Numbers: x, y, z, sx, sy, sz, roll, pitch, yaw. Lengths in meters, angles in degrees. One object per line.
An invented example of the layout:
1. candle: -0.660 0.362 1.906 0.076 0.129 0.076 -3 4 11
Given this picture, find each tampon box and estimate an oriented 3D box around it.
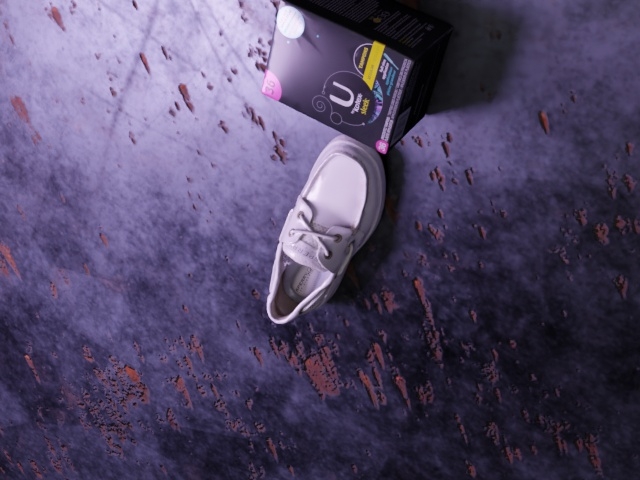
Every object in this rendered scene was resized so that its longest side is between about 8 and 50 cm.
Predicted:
1. tampon box: 0.036 -0.192 1.188 0.161 0.101 0.120 27 129 16

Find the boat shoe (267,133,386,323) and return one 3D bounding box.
1. boat shoe: 0.000 0.000 1.340 0.098 0.096 0.277 30 131 13
